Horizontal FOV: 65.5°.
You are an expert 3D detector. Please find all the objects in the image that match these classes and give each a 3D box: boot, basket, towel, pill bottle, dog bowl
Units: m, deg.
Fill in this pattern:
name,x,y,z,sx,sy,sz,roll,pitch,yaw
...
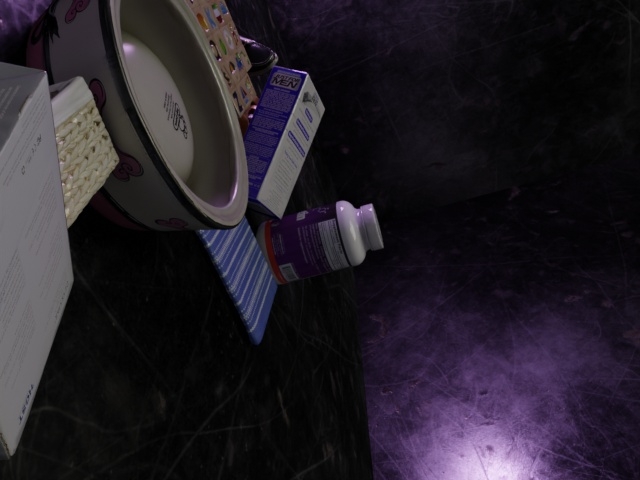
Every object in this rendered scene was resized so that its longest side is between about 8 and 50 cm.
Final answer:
name,x,y,z,sx,sy,sz,roll,pitch,yaw
boot,-0.232,-0.510,1.243,0.085,0.236,0.179,-58,149,-12
basket,-0.292,-0.080,0.504,0.167,0.113,0.103,-90,164,-54
towel,-0.189,0.041,1.123,0.243,0.040,0.336,-81,152,-62
pill bottle,0.000,0.000,1.354,0.181,0.322,0.182,-15,90,-80
dog bowl,-0.257,-0.196,0.756,0.408,0.150,0.408,-15,90,-80

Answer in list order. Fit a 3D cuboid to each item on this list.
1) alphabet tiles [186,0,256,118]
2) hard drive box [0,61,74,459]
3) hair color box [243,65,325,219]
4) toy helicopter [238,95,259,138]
name,x,y,z,sx,sy,sz,roll,pitch,yaw
alphabet tiles,-0.226,-0.446,1.061,0.285,0.011,0.343,-80,152,-56
hard drive box,-0.249,0.020,0.348,0.181,0.089,0.232,-96,-161,-44
hair color box,-0.111,-0.244,1.278,0.339,0.110,0.185,-67,162,-8
toy helicopter,-0.226,-0.330,1.276,0.355,0.140,0.235,36,48,-57
